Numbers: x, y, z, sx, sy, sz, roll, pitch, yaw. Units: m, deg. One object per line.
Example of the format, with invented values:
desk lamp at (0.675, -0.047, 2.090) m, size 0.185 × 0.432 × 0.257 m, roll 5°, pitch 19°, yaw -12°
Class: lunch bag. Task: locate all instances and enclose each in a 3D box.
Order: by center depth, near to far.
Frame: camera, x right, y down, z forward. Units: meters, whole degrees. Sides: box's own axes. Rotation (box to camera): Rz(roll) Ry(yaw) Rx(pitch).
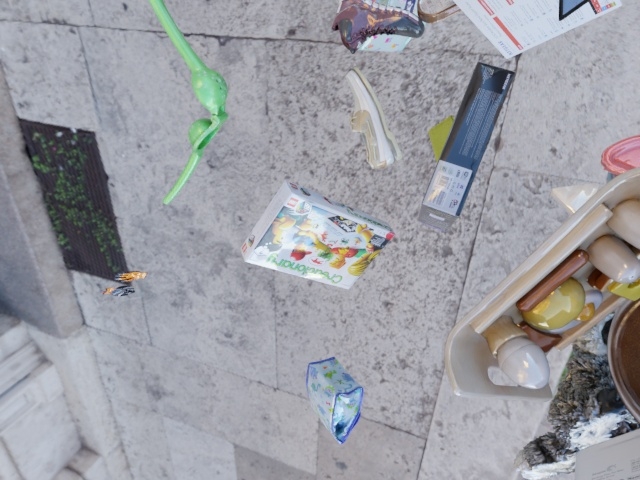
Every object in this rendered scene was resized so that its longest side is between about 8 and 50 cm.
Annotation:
lunch bag at (0.028, 0.372, 1.018) m, size 0.129 × 0.096 × 0.151 m, roll 36°, pitch 122°, yaw 53°
lunch bag at (0.263, -0.828, 1.603) m, size 0.262 × 0.223 × 0.160 m, roll -34°, pitch 71°, yaw 56°

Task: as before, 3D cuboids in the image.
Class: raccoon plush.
raccoon plush at (0.604, 0.350, 1.064) m, size 0.216 × 0.299 × 0.446 m, roll 34°, pitch 128°, yaw -19°

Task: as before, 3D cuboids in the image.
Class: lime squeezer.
lime squeezer at (-0.187, -0.178, 0.620) m, size 0.109 × 0.059 × 0.311 m, roll 4°, pitch 123°, yaw -6°

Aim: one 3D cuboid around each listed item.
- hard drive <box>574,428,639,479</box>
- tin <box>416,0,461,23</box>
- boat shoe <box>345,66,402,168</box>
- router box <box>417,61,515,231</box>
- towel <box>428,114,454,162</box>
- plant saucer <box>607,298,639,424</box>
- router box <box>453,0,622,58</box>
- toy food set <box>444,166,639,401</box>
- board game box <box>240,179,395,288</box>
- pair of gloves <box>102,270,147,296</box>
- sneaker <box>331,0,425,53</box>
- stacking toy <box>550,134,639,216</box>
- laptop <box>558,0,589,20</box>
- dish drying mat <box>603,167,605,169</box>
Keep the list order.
hard drive at (0.374, 0.312, 0.479) m, size 0.040 × 0.307 × 0.203 m, roll 51°, pitch 124°, yaw 9°
tin at (0.384, -0.731, 1.320) m, size 0.189 × 0.040 × 0.106 m, roll -22°, pitch 74°, yaw 13°
boat shoe at (0.139, -0.358, 1.308) m, size 0.103 × 0.113 × 0.302 m, roll -26°, pitch 103°, yaw 9°
router box at (0.308, -0.186, 0.962) m, size 0.080 × 0.243 × 0.309 m, roll 22°, pitch 89°, yaw 12°
towel at (0.424, -0.307, 1.459) m, size 0.102 × 0.237 × 0.021 m, roll -29°, pitch 142°, yaw 34°
plant saucer at (0.568, 0.185, 0.660) m, size 0.050 × 0.311 × 0.311 m, roll 7°, pitch 128°, yaw -20°
router box at (0.547, -0.635, 1.108) m, size 0.301 × 0.335 × 0.082 m, roll -14°, pitch 71°, yaw 43°
toy food set at (0.308, 0.078, 0.484) m, size 0.219 × 0.092 × 0.306 m, roll 17°, pitch 124°, yaw -34°
board game box at (0.000, 0.000, 0.990) m, size 0.305 × 0.053 × 0.193 m, roll 18°, pitch 120°, yaw -35°
pair of gloves at (-0.435, 0.097, 0.977) m, size 0.083 × 0.074 × 0.010 m, roll -48°, pitch 63°, yaw 20°
sneaker at (0.164, -0.634, 1.344) m, size 0.281 × 0.106 × 0.163 m, roll 24°, pitch 89°, yaw 9°
stacking toy at (0.639, -0.036, 0.876) m, size 0.279 × 0.130 × 0.309 m, roll -24°, pitch 65°, yaw 9°
laptop at (0.392, -0.515, 0.662) m, size 0.136 × 0.264 × 0.235 m, roll 1°, pitch 92°, yaw 46°
dish drying mat at (0.847, -0.202, 1.232) m, size 0.083 × 0.008 × 0.032 m, roll 13°, pitch 160°, yaw 31°
